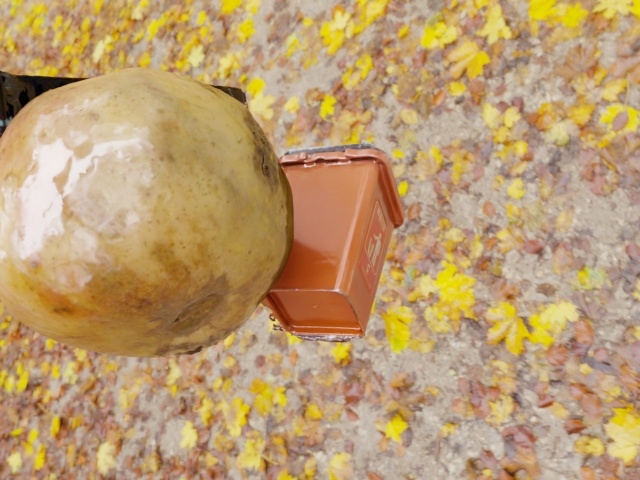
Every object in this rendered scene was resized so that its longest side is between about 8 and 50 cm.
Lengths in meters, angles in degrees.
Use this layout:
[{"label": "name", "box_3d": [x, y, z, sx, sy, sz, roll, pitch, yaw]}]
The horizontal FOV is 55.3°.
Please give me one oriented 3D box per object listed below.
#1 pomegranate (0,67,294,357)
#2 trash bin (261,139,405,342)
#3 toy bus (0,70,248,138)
[{"label": "pomegranate", "box_3d": [-0.177, -0.024, 0.633, 0.322, 0.322, 0.322, -16, 63, 35]}, {"label": "trash bin", "box_3d": [0.000, 0.000, 0.812, 0.184, 0.161, 0.239, 0, 53, 21]}, {"label": "toy bus", "box_3d": [-0.277, -0.152, 0.767, 0.092, 0.408, 0.093, -14, 85, 52]}]
